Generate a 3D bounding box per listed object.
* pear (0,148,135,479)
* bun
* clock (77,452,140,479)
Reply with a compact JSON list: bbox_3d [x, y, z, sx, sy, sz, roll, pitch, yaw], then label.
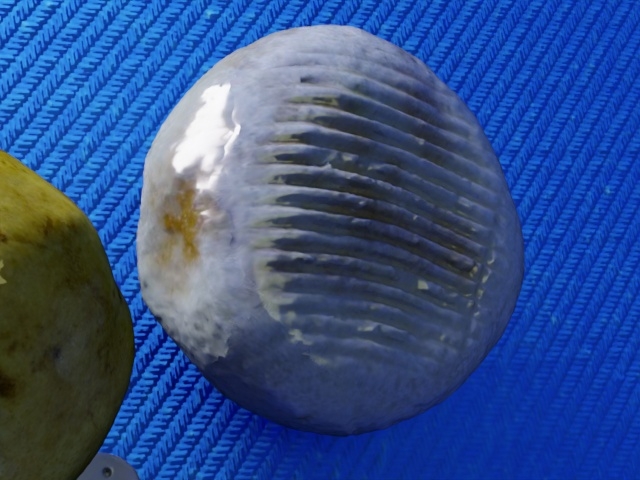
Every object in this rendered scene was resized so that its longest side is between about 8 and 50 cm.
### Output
[{"bbox_3d":[-0.287,0.078,1.382,0.304,0.304,0.304,13,66,-30],"label":"pear"},{"bbox_3d":[0.000,0.000,1.651,0.362,0.211,0.362,15,63,-32],"label":"bun"},{"bbox_3d":[-0.217,0.295,1.468,0.248,0.090,0.227,-19,83,-36],"label":"clock"}]
